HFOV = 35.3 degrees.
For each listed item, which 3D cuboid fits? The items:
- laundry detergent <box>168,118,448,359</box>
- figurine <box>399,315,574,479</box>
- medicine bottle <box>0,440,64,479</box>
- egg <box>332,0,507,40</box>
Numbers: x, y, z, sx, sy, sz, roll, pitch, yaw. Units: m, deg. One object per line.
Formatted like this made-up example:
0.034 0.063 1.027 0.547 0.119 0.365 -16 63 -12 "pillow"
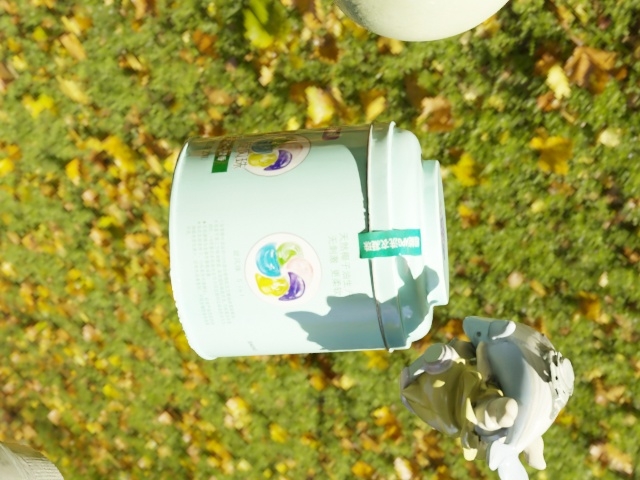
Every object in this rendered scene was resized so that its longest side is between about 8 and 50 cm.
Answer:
0.000 0.000 1.246 0.305 0.287 0.287 -4 132 9 "laundry detergent"
0.170 0.161 1.032 0.183 0.209 0.128 -23 132 23 "figurine"
-0.437 0.326 1.138 0.241 0.241 0.302 33 177 18 "medicine bottle"
0.089 -0.270 0.882 0.186 0.186 0.253 52 165 -12 "egg"
